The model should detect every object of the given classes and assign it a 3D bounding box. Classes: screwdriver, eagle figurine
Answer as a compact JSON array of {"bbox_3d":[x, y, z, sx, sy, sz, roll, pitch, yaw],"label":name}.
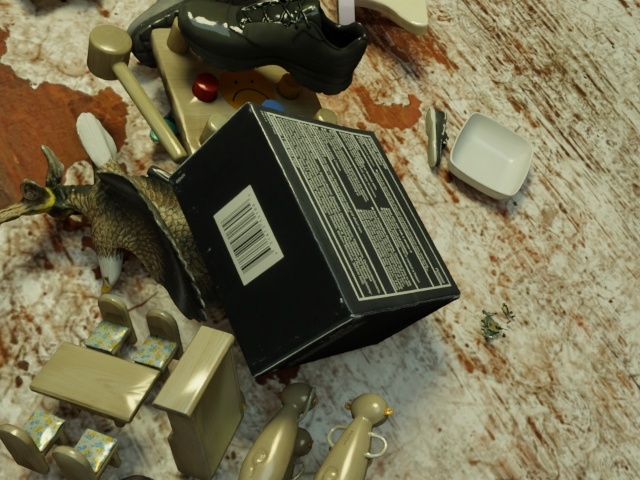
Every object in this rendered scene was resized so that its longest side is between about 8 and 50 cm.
[{"bbox_3d":[-0.199,-0.067,1.029,0.170,0.025,0.024,34,61,-8],"label":"screwdriver"},{"bbox_3d":[-0.253,-0.014,0.898,0.299,0.225,0.226,17,50,5],"label":"eagle figurine"}]

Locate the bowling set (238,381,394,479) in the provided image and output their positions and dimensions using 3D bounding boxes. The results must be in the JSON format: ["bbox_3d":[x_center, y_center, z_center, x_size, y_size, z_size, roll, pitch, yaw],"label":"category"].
[{"bbox_3d":[-0.022,0.290,0.849,0.287,0.199,0.154,4,50,34],"label":"bowling set"}]

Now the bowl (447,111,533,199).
[{"bbox_3d":[0.300,-0.144,1.170,0.142,0.053,0.142,30,62,0],"label":"bowl"}]

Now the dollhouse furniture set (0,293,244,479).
[{"bbox_3d":[-0.226,0.168,0.766,0.242,0.160,0.212,14,46,14],"label":"dollhouse furniture set"}]

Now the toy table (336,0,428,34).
[{"bbox_3d":[0.106,-0.484,1.182,0.161,0.252,0.274,-2,78,2],"label":"toy table"}]

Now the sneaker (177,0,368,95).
[{"bbox_3d":[-0.063,-0.310,0.953,0.287,0.130,0.108,6,63,-23],"label":"sneaker"}]

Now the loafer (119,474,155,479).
[{"bbox_3d":[-0.218,0.428,0.750,0.109,0.095,0.302,-2,67,-15],"label":"loafer"}]

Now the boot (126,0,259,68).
[{"bbox_3d":[-0.267,-0.450,1.144,0.223,0.118,0.338,36,55,11],"label":"boot"}]

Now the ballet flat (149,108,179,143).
[{"bbox_3d":[-0.241,-0.184,1.052,0.041,0.041,0.114,29,51,-1],"label":"ballet flat"}]

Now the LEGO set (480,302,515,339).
[{"bbox_3d":[0.284,0.136,1.060,0.083,0.023,0.054,-12,72,-33],"label":"LEGO set"}]

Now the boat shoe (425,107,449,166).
[{"bbox_3d":[0.213,-0.186,1.172,0.038,0.046,0.125,6,56,-7],"label":"boat shoe"}]

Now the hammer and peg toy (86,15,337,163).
[{"bbox_3d":[-0.164,-0.217,1.010,0.362,0.127,0.265,-11,69,-32],"label":"hammer and peg toy"}]

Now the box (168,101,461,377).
[{"bbox_3d":[0.000,0.000,0.888,0.294,0.183,0.296,-1,61,-54],"label":"box"}]
